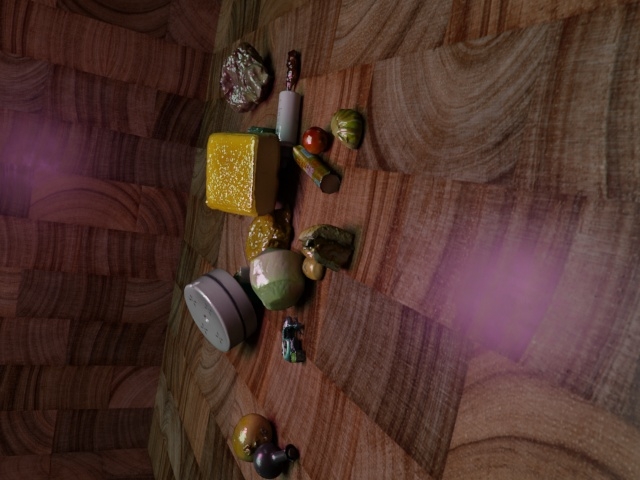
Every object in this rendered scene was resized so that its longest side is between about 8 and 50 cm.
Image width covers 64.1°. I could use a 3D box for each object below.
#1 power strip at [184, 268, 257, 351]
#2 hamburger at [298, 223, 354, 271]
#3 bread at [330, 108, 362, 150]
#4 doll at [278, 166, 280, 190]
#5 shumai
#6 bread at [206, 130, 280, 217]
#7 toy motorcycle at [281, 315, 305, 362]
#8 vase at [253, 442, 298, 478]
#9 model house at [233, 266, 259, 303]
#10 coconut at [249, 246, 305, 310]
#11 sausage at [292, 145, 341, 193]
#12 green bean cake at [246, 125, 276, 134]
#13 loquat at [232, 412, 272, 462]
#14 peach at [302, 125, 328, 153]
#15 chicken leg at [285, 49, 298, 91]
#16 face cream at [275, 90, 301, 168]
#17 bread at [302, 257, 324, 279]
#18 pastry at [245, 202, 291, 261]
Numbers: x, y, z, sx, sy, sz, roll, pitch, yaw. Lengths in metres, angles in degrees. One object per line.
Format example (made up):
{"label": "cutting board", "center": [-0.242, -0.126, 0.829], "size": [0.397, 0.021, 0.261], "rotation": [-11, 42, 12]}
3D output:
{"label": "power strip", "center": [-0.429, 0.309, 2.216], "size": [0.357, 0.161, 0.358], "rotation": [33, 140, 34]}
{"label": "hamburger", "center": [0.000, 0.000, 1.632], "size": [0.136, 0.155, 0.207], "rotation": [-58, 20, -2]}
{"label": "bread", "center": [0.091, -0.364, 1.633], "size": [0.094, 0.082, 0.157], "rotation": [-25, 59, 45]}
{"label": "doll", "center": [-0.242, -0.285, 2.159], "size": [0.166, 0.162, 0.270], "rotation": [5, 102, 32]}
{"label": "shumai", "center": [-0.321, -0.779, 2.503], "size": [0.283, 0.217, 0.347], "rotation": [23, 121, 29]}
{"label": "bread", "center": [-0.313, -0.268, 2.021], "size": [0.332, 0.143, 0.324], "rotation": [14, 104, 41]}
{"label": "toy motorcycle", "center": [-0.099, 0.352, 1.825], "size": [0.100, 0.058, 0.173], "rotation": [-31, 57, 48]}
{"label": "vase", "center": [-0.152, 0.755, 1.771], "size": [0.182, 0.120, 0.120], "rotation": [-35, 52, 37]}
{"label": "model house", "center": [-0.326, 0.208, 2.257], "size": [0.127, 0.100, 0.149], "rotation": [-51, 42, 46]}
{"label": "coconut", "center": [-0.156, 0.125, 1.834], "size": [0.204, 0.235, 0.236], "rotation": [-35, 51, 35]}
{"label": "sausage", "center": [-0.031, -0.273, 1.836], "size": [0.372, 0.082, 0.082], "rotation": [53, 129, 55]}
{"label": "green bean cake", "center": [-0.269, -0.418, 2.308], "size": [0.208, 0.107, 0.194], "rotation": [24, 104, 61]}
{"label": "loquat", "center": [-0.254, 0.740, 1.905], "size": [0.204, 0.149, 0.172], "rotation": [-125, 52, -83]}
{"label": "peach", "center": [-0.022, -0.356, 1.818], "size": [0.100, 0.100, 0.101], "rotation": [-26, 60, 58]}
{"label": "chicken leg", "center": [-0.122, -0.708, 2.160], "size": [0.089, 0.048, 0.219], "rotation": [161, 114, -64]}
{"label": "face cream", "center": [-0.136, -0.443, 2.073], "size": [0.092, 0.092, 0.312], "rotation": [-7, 78, 62]}
{"label": "bread", "center": [-0.031, 0.092, 1.760], "size": [0.115, 0.056, 0.082], "rotation": [24, 104, 62]}
{"label": "pastry", "center": [-0.212, -0.012, 2.057], "size": [0.235, 0.131, 0.240], "rotation": [-39, 50, 54]}
